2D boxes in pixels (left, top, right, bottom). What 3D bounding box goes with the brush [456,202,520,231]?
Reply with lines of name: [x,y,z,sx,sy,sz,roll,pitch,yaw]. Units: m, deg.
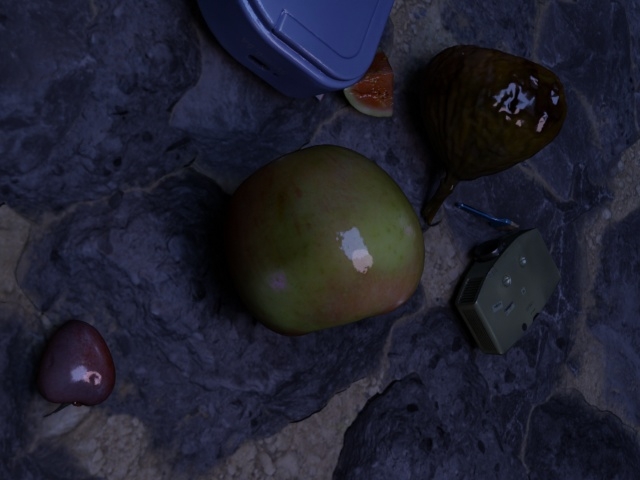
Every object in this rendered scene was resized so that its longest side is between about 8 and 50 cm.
brush: [0.354,-0.051,1.658,0.164,0.051,0.014,20,71,-28]

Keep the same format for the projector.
projector: [0.391,0.092,1.650,0.269,0.088,0.194,-43,112,-32]

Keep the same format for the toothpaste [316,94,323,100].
toothpaste: [0.023,-0.347,1.422,0.048,0.031,0.191,37,70,-34]

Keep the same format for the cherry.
cherry: [-0.342,0.178,1.078,0.106,0.086,0.126,-17,101,-41]

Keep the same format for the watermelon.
watermelon: [0.104,-0.307,1.443,0.125,0.094,0.136,18,72,-28]

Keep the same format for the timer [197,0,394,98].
timer: [-0.051,-0.458,1.277,0.394,0.173,0.395,1,89,-38]

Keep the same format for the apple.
apple: [0.000,0.000,1.218,0.319,0.319,0.277,-12,82,-38]

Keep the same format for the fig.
fig: [0.302,-0.194,1.530,0.286,0.286,0.369,7,114,-37]
